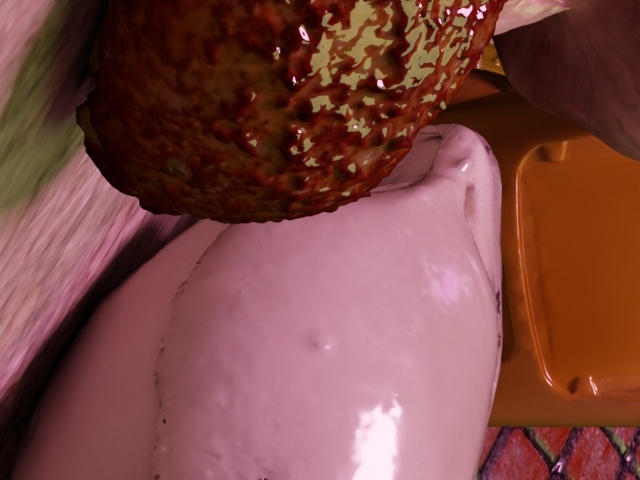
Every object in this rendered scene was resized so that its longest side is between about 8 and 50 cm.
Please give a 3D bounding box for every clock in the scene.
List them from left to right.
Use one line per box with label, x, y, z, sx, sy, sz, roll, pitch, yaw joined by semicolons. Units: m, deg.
clock;0.118;0.002;1.063;0.200;0.317;0.244;-35;119;-73

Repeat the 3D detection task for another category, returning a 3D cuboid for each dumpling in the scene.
dumpling;-0.049;0.095;0.723;0.260;0.181;0.341;-31;-133;44

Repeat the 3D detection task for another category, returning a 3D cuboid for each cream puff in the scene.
cream puff;0.003;-0.064;0.437;0.149;0.084;0.149;-54;178;-3

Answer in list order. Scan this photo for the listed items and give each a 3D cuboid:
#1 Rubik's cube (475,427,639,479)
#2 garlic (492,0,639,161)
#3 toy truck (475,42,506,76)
Rubik's cube;0.138;0.170;1.729;0.337;0.344;0.344;-7;-142;44
garlic;0.130;-0.146;0.840;0.253;0.245;0.245;-17;157;-26
toy truck;0.099;-0.046;1.393;0.405;0.180;0.254;-45;156;-63
